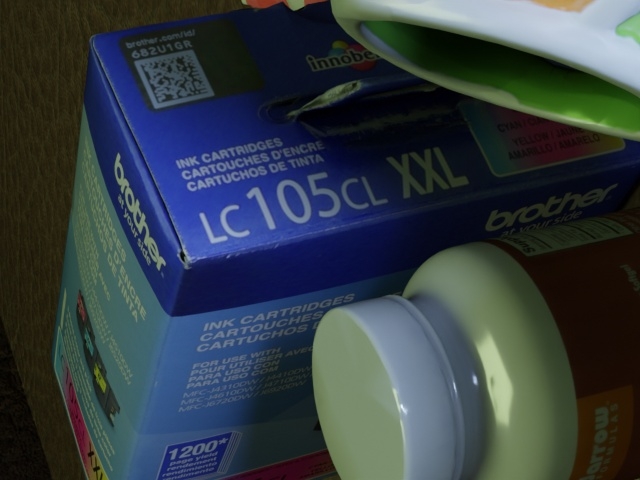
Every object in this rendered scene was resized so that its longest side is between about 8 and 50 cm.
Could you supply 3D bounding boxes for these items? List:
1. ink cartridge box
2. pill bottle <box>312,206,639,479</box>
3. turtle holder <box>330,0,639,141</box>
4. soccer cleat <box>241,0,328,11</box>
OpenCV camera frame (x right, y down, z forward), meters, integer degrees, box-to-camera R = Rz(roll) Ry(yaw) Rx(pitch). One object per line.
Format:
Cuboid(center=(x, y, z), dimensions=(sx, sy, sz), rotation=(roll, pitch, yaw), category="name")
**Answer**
Cuboid(center=(0.000, 0.000, 0.787), dimensions=(0.151, 0.270, 0.395), rotation=(64, 154, 28), category="ink cartridge box")
Cuboid(center=(0.112, 0.053, 0.616), dimensions=(0.121, 0.216, 0.121), rotation=(168, 90, -68), category="pill bottle")
Cuboid(center=(0.094, -0.156, 0.463), dimensions=(0.320, 0.243, 0.227), rotation=(-167, 94, -86), category="turtle holder")
Cuboid(center=(-0.009, -0.271, 0.955), dimensions=(0.095, 0.083, 0.248), rotation=(12, 109, 34), category="soccer cleat")
